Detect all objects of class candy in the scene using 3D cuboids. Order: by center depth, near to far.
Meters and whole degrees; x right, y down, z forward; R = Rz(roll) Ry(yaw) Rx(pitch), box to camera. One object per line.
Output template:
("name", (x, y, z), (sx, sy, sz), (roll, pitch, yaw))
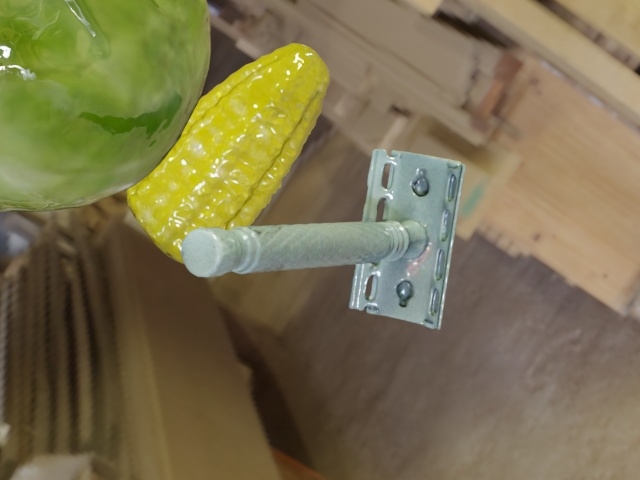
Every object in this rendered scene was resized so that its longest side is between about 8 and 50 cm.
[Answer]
("candy", (-0.067, -0.077, 1.173), (0.199, 0.106, 0.094), (-49, 20, 11))

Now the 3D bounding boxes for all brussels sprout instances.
("brussels sprout", (-0.181, -0.126, 0.812), (0.244, 0.244, 0.244), (-50, 18, 23))

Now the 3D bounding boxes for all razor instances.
("razor", (0.000, 0.000, 0.817), (0.068, 0.232, 0.106), (12, 97, 32))
